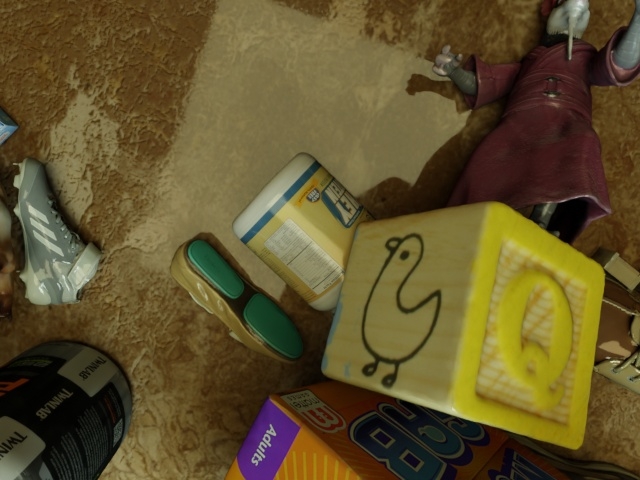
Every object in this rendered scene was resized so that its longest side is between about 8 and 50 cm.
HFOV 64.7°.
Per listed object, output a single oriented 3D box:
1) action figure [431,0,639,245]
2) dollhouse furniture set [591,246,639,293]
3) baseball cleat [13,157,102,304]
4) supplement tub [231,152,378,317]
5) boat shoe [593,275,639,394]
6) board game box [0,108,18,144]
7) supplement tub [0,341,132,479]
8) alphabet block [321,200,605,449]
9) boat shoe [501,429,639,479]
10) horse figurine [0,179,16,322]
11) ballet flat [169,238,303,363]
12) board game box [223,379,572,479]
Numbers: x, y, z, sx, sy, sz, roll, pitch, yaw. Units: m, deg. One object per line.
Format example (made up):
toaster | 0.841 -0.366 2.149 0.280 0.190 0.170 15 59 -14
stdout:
action figure | 0.291 -0.146 0.622 0.275 0.248 0.370 40 66 -46
dollhouse furniture set | 0.496 0.059 0.668 0.182 0.161 0.101 36 97 -7
baseball cleat | -0.365 -0.012 0.709 0.109 0.072 0.206 0 104 -14
supplement tub | 0.000 0.000 0.665 0.199 0.144 0.144 43 97 -7
boat shoe | 0.418 0.141 0.665 0.324 0.120 0.123 24 103 -21
board game box | -0.549 -0.181 0.685 0.160 0.039 0.211 -41 97 7
supplement tub | -0.382 0.273 0.610 0.207 0.338 0.207 0 99 -1
alphabet block | 0.146 0.087 0.534 0.193 0.197 0.192 22 74 -29
boat shoe | 0.386 0.401 0.740 0.355 0.130 0.132 19 99 -3
horse figurine | -0.435 -0.033 0.634 0.066 0.174 0.263 -19 83 -17
ballet flat | -0.122 0.095 0.727 0.232 0.080 0.073 47 124 -5
board game box | 0.088 0.398 0.557 0.356 0.356 0.357 32 100 30
